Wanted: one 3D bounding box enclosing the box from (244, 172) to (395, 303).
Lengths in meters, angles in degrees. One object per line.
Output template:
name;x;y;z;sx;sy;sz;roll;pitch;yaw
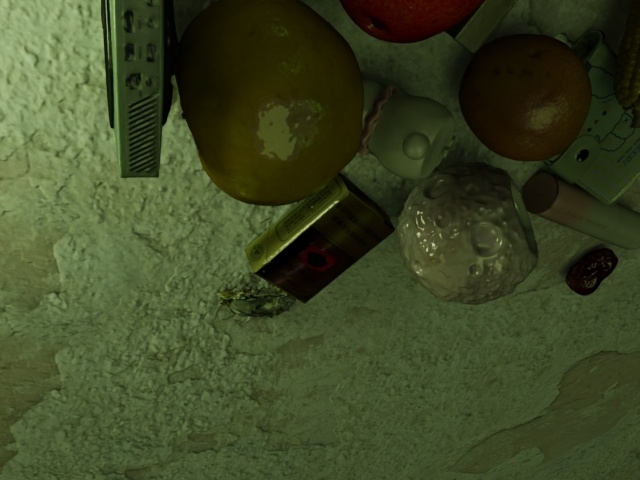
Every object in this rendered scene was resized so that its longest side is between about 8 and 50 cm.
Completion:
box;0.000;0.000;1.137;0.240;0.071;0.159;-39;134;16

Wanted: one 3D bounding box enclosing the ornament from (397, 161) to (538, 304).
ornament;0.256;-0.011;1.092;0.225;0.260;0.259;-20;138;27

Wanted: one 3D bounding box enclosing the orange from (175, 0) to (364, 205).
orange;-0.064;-0.182;0.798;0.235;0.279;0.279;-16;135;-5

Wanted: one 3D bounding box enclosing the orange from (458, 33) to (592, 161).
orange;0.319;-0.226;0.956;0.205;0.206;0.206;-10;134;-11

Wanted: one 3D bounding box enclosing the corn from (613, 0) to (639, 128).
corn;0.537;-0.336;0.949;0.119;0.119;0.322;-2;109;-18

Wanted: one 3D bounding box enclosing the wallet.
wallet;0.512;-0.212;1.119;0.309;0.077;0.223;24;117;-33

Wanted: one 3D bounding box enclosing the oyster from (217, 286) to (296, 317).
oyster;-0.120;0.119;1.213;0.165;0.053;0.108;3;158;-32

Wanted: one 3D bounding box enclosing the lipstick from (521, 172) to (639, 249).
lipstick;0.564;-0.056;1.273;0.326;0.087;0.087;15;125;-30

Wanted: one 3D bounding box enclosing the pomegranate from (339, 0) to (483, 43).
pomegranate;0.126;-0.372;0.748;0.257;0.221;0.221;-50;134;-9

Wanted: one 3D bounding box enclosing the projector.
projector;-0.210;-0.244;0.699;0.079;0.259;0.257;-3;132;-19

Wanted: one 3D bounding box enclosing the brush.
brush;0.259;-0.385;0.851;0.047;0.103;0.233;23;119;-30

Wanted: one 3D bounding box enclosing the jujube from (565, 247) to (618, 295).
jujube;0.641;0.072;1.432;0.077;0.077;0.129;30;111;-38

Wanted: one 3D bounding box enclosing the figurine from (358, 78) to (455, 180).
figurine;0.084;-0.195;0.943;0.155;0.235;0.127;-33;149;-50
